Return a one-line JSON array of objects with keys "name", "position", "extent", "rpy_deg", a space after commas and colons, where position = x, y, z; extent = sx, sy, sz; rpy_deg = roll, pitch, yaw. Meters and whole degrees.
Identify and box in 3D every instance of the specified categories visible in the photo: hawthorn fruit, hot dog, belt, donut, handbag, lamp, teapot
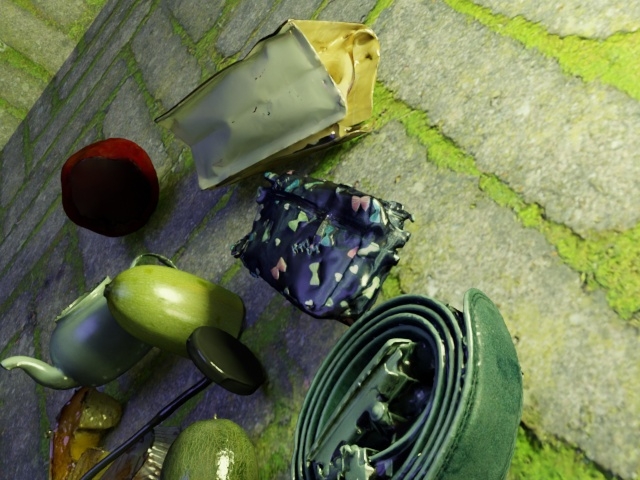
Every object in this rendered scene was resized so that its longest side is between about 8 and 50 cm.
[{"name": "hawthorn fruit", "position": [-0.402, -0.118, 1.357], "extent": [0.189, 0.189, 0.251], "rpy_deg": [-43, 35, 19]}, {"name": "hot dog", "position": [-0.274, 0.359, 0.961], "extent": [0.252, 0.069, 0.131], "rpy_deg": [-52, 27, 3]}, {"name": "belt", "position": [0.078, 0.160, 0.655], "extent": [0.267, 0.116, 0.206], "rpy_deg": [-60, 32, 1]}, {"name": "donut", "position": [-0.359, 0.323, 1.079], "extent": [0.146, 0.078, 0.181], "rpy_deg": [-49, 42, 14]}, {"name": "handbag", "position": [0.000, 0.000, 0.867], "extent": [0.260, 0.113, 0.162], "rpy_deg": [24, 90, 52]}, {"name": "lamp", "position": [-0.254, 0.232, 0.897], "extent": [0.371, 0.108, 0.130], "rpy_deg": [-30, 20, 5]}, {"name": "teapot", "position": [-0.329, 0.131, 1.083], "extent": [0.294, 0.129, 0.193], "rpy_deg": [-47, 16, -30]}]

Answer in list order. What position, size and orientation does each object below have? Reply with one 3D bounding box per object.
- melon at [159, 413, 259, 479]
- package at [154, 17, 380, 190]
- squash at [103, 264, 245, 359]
[{"name": "melon", "position": [-0.126, 0.278, 0.809], "extent": [0.114, 0.114, 0.167], "rpy_deg": [-33, 41, 30]}, {"name": "package", "position": [-0.064, -0.185, 1.073], "extent": [0.311, 0.221, 0.165], "rpy_deg": [-22, 89, 36]}, {"name": "squash", "position": [-0.214, 0.094, 0.990], "extent": [0.123, 0.187, 0.123], "rpy_deg": [-37, 39, 36]}]
